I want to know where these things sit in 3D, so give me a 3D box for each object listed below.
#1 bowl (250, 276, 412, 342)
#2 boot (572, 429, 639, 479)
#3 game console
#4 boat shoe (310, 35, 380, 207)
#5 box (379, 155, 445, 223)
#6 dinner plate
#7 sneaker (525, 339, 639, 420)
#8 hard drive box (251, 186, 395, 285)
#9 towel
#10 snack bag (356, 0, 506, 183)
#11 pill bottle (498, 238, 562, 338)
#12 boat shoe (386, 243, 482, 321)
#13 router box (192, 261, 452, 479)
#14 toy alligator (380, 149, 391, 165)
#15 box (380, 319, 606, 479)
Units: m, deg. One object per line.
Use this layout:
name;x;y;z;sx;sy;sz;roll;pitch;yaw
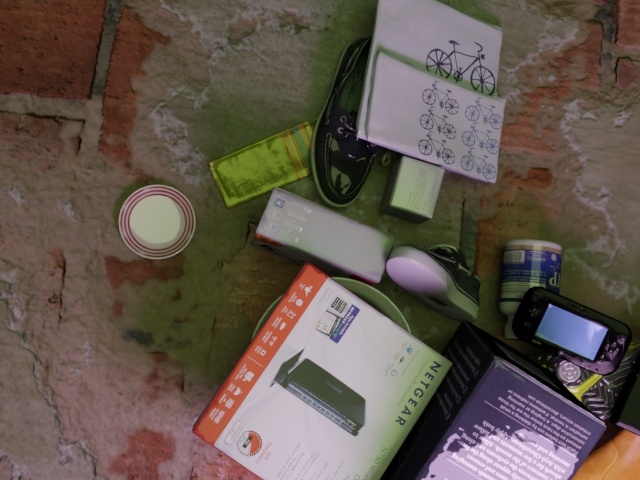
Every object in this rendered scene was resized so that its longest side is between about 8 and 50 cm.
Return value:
bowl;0.015;0.218;1.551;0.298;0.134;0.297;1;82;-7
boot;0.520;0.400;1.572;0.295;0.104;0.211;23;107;-14
game console;0.513;0.208;1.522;0.361;0.044;0.213;24;91;10
boat shoe;0.072;-0.233;1.617;0.127;0.113;0.340;21;76;-16
box;0.172;-0.094;1.629;0.087;0.102;0.101;17;82;-7
dinner plate;-0.305;-0.034;1.604;0.141;0.017;0.141;1;83;-8
sneaker;0.529;0.266;1.616;0.385;0.147;0.145;-5;86;10
hard drive box;0.000;0.000;1.555;0.232;0.181;0.089;22;81;-3
towel;-0.088;-0.151;1.645;0.237;0.021;0.102;-24;85;-9
snack bag;0.227;-0.307;1.634;0.323;0.037;0.342;16;76;-28
pill bottle;0.396;0.097;1.627;0.112;0.112;0.186;7;82;-6
boat shoe;0.216;0.054;1.543;0.108;0.301;0.102;5;70;37
router box;0.004;0.257;1.435;0.301;0.082;0.335;34;80;-2
toy alligator;0.159;-0.229;1.674;0.051;0.056;0.189;29;78;40
box;0.243;0.373;1.435;0.212;0.293;0.395;32;96;-3
